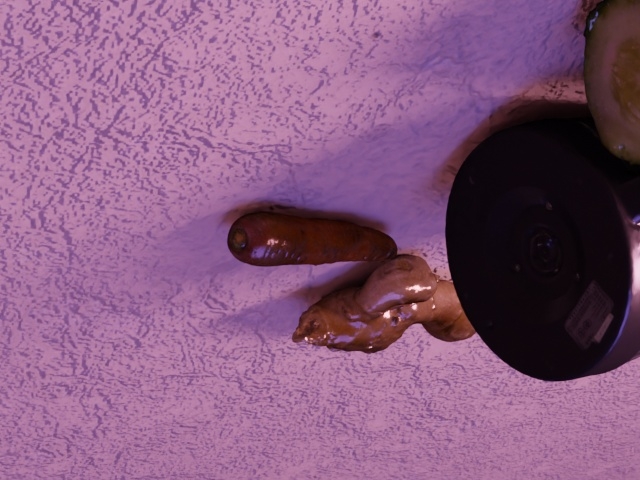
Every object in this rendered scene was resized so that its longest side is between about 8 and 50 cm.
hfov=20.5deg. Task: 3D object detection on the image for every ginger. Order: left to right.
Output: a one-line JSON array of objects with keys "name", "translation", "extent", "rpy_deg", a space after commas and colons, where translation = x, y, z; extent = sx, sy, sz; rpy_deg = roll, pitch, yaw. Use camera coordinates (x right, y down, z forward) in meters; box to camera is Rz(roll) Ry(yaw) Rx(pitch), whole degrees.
[{"name": "ginger", "translation": [0.068, 0.069, 1.647], "extent": [0.133, 0.059, 0.214], "rpy_deg": [-36, 153, 19]}]

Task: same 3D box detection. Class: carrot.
[{"name": "carrot", "translation": [0.000, 0.000, 1.465], "extent": [0.191, 0.047, 0.047], "rpy_deg": [0, 151, -46]}]

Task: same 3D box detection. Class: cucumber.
[{"name": "cucumber", "translation": [0.312, -0.133, 1.304], "extent": [0.244, 0.134, 0.134], "rpy_deg": [-15, 159, -40]}]

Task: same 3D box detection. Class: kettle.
[{"name": "kettle", "translation": [0.273, -0.026, 1.446], "extent": [0.271, 0.207, 0.251], "rpy_deg": [-11, 131, -38]}]
